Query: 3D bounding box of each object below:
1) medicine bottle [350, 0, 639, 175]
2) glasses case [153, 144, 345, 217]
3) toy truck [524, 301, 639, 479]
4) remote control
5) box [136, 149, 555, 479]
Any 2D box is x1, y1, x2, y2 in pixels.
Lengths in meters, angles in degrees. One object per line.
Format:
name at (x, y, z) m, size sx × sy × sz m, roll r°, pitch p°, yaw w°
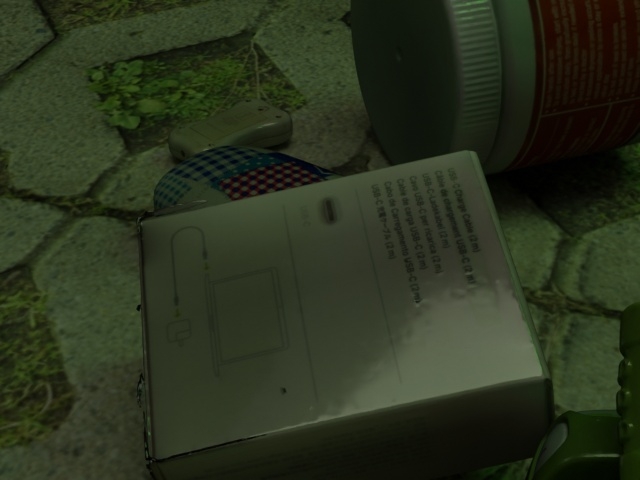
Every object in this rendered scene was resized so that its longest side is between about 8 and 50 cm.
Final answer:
medicine bottle at (0.182, -0.194, 1.080) m, size 0.240 × 0.253 × 0.252 m, roll -12°, pitch 36°, yaw -18°
glasses case at (0.000, 0.000, 0.952) m, size 0.327 × 0.076 × 0.125 m, roll 26°, pitch 44°, yaw 32°
toy truck at (0.180, 0.157, 0.626) m, size 0.148 × 0.211 × 0.187 m, roll 8°, pitch 53°, yaw 12°
remote control at (-0.089, -0.105, 1.147) m, size 0.122 × 0.032 × 0.074 m, roll -25°, pitch 41°, yaw -33°
box at (0.009, 0.061, 0.771) m, size 0.251 × 0.106 × 0.203 m, roll -13°, pitch 47°, yaw 2°
